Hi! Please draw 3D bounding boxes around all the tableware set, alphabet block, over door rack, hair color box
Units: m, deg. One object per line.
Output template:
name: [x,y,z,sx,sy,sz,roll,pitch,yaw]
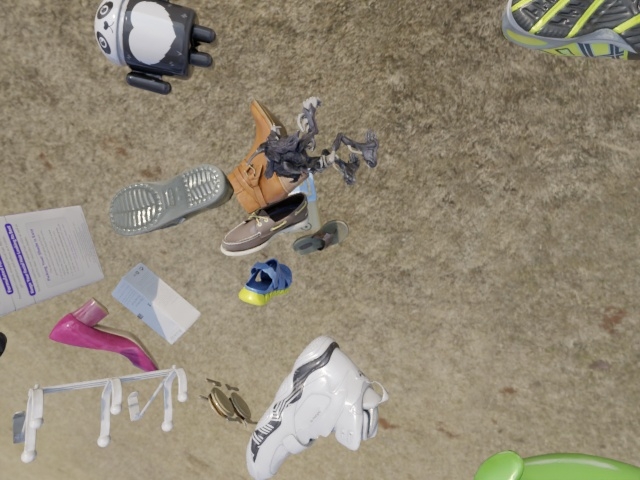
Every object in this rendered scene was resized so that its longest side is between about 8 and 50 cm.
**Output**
tableware set: [-0.242,0.439,1.160,0.128,0.039,0.194,49,176,30]
alphabet block: [-0.106,-0.161,1.750,0.192,0.194,0.197,-9,148,1]
over door rack: [-0.406,0.323,0.806,0.239,0.108,0.324,3,153,-37]
hair color box: [-0.626,0.047,0.894,0.109,0.339,0.186,-13,96,18]

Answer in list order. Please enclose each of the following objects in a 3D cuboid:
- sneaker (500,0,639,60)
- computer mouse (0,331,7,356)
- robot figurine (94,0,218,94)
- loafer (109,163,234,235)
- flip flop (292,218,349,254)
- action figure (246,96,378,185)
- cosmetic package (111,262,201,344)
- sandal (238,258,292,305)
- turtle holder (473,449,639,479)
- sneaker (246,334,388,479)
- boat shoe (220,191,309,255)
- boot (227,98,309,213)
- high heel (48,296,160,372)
sneaker: [0.524,-0.404,0.805,0.383,0.147,0.145,12,101,0]
computer mouse: [-0.836,0.299,1.002,0.041,0.242,0.071,5,127,39]
robot figurine: [-0.395,-0.491,1.072,0.277,0.209,0.174,10,155,-10]
loafer: [-0.259,-0.061,0.778,0.250,0.095,0.087,-11,171,19]
flip flop: [0.000,0.000,1.937,0.276,0.080,0.112,-23,115,14]
action figure: [-0.024,-0.193,0.909,0.275,0.141,0.164,1,151,-33]
cosmetic package: [-0.477,0.186,1.283,0.231,0.085,0.117,43,131,-7]
sandal: [-0.175,0.128,1.591,0.126,0.317,0.138,19,104,10]
turtle holder: [0.212,0.332,0.379,0.320,0.244,0.227,-30,138,14]
sneaker: [-0.009,0.411,0.962,0.210,0.366,0.137,31,-175,27]
boat shoe: [-0.170,-0.057,1.376,0.116,0.324,0.097,40,142,34]
boot: [-0.184,-0.236,1.270,0.220,0.109,0.284,-30,91,19]
high heel: [-0.742,0.384,1.547,0.377,0.181,0.127,53,162,-19]
